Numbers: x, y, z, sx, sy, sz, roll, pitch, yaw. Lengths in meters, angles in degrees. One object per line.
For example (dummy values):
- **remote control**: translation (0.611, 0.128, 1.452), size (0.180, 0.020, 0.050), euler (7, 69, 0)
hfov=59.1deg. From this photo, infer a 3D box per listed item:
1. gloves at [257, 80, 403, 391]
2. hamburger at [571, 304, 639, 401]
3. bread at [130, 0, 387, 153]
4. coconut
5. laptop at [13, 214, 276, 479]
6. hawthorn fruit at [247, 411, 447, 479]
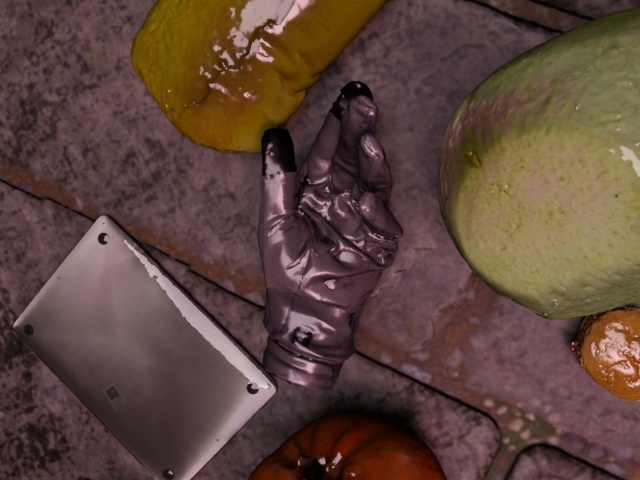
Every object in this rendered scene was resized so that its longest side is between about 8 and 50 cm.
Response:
- **gloves**: translation (0.000, 0.001, 0.504), size (0.142, 0.119, 0.285), euler (15, 114, 0)
- **hamburger**: translation (0.265, 0.096, 0.489), size (0.083, 0.044, 0.076), euler (29, 103, 5)
- **bread**: translation (-0.016, -0.246, 0.475), size (0.166, 0.112, 0.383), euler (44, 104, 4)
- **coconut**: translation (0.201, -0.053, 0.407), size (0.205, 0.236, 0.235), euler (24, 103, 37)
- **laptop**: translation (-0.197, 0.126, 0.613), size (0.269, 0.015, 0.187), euler (44, 104, 5)
- **hawthorn fruit**: translation (0.029, 0.279, 0.512), size (0.197, 0.196, 0.225), euler (-10, 119, 14)
